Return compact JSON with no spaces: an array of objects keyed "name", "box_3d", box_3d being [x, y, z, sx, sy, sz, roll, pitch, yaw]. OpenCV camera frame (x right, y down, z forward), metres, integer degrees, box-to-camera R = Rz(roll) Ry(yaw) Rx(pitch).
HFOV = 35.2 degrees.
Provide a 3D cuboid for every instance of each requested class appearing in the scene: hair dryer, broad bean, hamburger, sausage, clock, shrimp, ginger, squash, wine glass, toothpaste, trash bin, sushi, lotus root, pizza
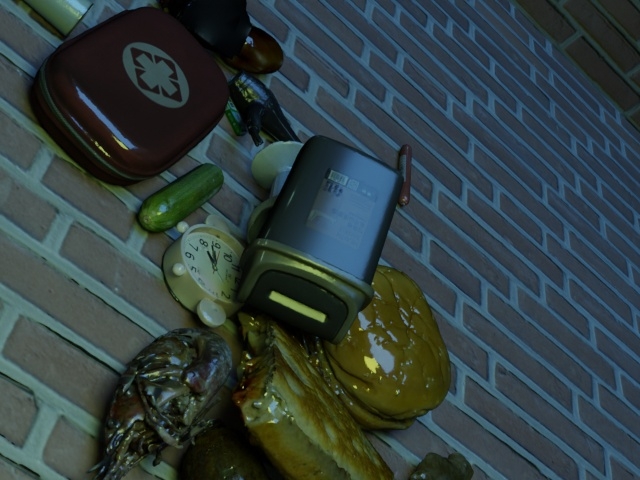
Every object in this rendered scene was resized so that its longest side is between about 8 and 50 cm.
[{"name":"hair dryer","box_3d":[-0.440,-0.458,1.759,0.131,0.073,0.236,40,32,-17]},{"name":"broad bean","box_3d":[-0.135,-0.388,2.052,0.114,0.084,0.165,63,29,-1]},{"name":"hamburger","box_3d":[0.092,0.182,1.737,0.318,0.158,0.319,29,40,-28]},{"name":"sausage","box_3d":[0.190,-0.150,2.279,0.029,0.029,0.223,36,37,-24]},{"name":"clock","box_3d":[-0.179,0.051,1.613,0.155,0.063,0.229,28,38,-29]},{"name":"shrimp","box_3d":[-0.218,0.235,1.344,0.145,0.116,0.343,23,41,7]},{"name":"ginger","box_3d":[0.208,0.471,1.679,0.166,0.080,0.333,29,35,-14]},{"name":"squash","box_3d":[-0.226,-0.074,1.667,0.066,0.066,0.229,50,32,-4]},{"name":"wine glass","box_3d":[-0.056,-0.068,1.799,0.165,0.165,0.196,30,31,-30]},{"name":"hair dryer","box_3d":[-0.106,-0.212,1.906,0.195,0.075,0.219,49,18,-22]},{"name":"toothpaste","box_3d":[-0.167,-0.239,1.934,0.020,0.017,0.083,-8,67,-53]},{"name":"trash bin","box_3d":[0.000,0.000,1.588,0.209,0.182,0.290,24,68,-6]},{"name":"sushi","box_3d":[-0.228,-0.459,1.946,0.153,0.150,0.172,32,76,-44]},{"name":"lotus root","box_3d":[-0.124,0.341,1.355,0.120,0.120,0.209,9,50,-47]},{"name":"pizza","box_3d":[-0.038,0.260,1.521,0.440,0.130,0.406,50,5,-41]}]

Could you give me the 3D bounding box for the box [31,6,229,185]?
[{"name":"box","box_3d":[-0.305,-0.250,1.692,0.263,0.108,0.404,47,34,-9]}]
